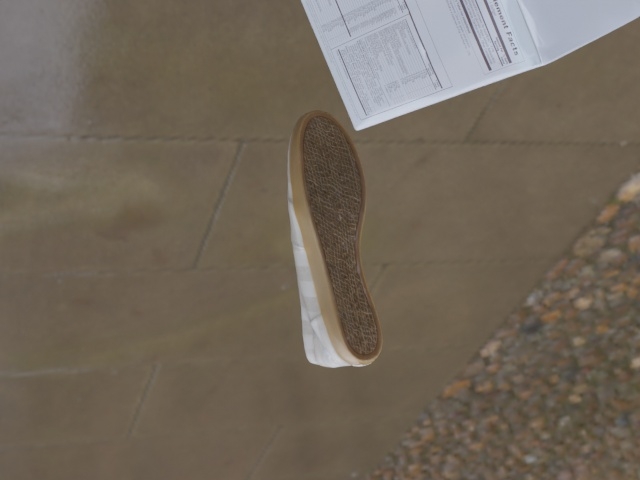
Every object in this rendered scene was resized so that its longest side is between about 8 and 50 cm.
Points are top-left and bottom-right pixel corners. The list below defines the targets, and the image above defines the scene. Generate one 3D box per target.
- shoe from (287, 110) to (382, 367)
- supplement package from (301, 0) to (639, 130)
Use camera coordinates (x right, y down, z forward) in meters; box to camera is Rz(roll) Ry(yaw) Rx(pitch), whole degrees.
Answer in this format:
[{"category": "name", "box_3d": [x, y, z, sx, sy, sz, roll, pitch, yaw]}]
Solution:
[{"category": "shoe", "box_3d": [0.000, 0.000, 0.935, 0.077, 0.219, 0.058, 0, 168, -41]}, {"category": "supplement package", "box_3d": [0.147, -0.261, 1.152, 0.199, 0.198, 0.263, -29, -170, -39]}]
